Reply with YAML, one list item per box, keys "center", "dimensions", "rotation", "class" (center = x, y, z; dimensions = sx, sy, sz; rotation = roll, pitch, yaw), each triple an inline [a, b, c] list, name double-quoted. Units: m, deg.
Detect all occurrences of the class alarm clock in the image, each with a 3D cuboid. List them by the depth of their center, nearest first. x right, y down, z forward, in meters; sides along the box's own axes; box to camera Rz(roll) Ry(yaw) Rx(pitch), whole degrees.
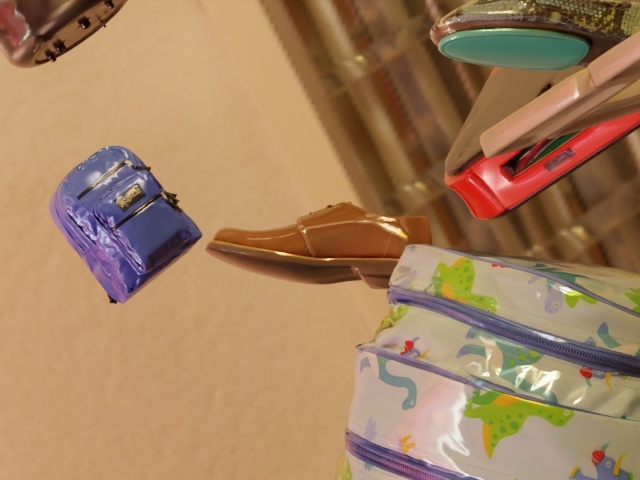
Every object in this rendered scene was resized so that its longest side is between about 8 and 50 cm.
- center: [-0.214, -0.207, 1.337]
  dimensions: [0.064, 0.129, 0.192]
  rotation: [52, -149, -3]
  class: "alarm clock"

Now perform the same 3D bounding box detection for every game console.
- center: [0.265, -0.200, 1.217]
  dimensions: [0.060, 0.386, 0.342]
  rotation: [41, -132, -12]
  class: "game console"

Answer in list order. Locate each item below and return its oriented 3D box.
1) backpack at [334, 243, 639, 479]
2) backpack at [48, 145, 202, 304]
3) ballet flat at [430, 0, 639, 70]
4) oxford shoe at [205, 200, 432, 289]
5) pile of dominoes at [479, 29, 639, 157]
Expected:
- center: [0.173, 0.123, 0.957]
  dimensions: [0.356, 0.290, 0.273]
  rotation: [-9, -70, -32]
  class: "backpack"
- center: [-0.172, -0.024, 1.352]
  dimensions: [0.098, 0.101, 0.120]
  rotation: [-39, -91, -28]
  class: "backpack"
- center: [0.152, -0.126, 0.872]
  dimensions: [0.188, 0.070, 0.070]
  rotation: [6, -85, -16]
  class: "ballet flat"
- center: [0.000, 0.000, 1.429]
  dimensions: [0.212, 0.076, 0.076]
  rotation: [4, -104, 5]
  class: "oxford shoe"
- center: [0.183, -0.110, 0.484]
  dimensions: [0.196, 0.251, 0.040]
  rotation: [-18, -99, -37]
  class: "pile of dominoes"
